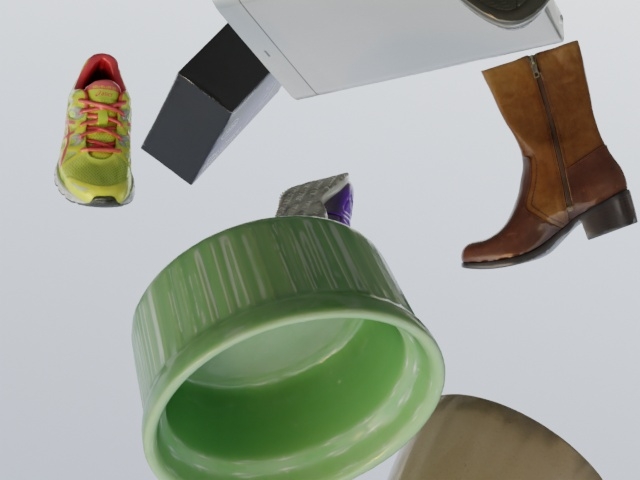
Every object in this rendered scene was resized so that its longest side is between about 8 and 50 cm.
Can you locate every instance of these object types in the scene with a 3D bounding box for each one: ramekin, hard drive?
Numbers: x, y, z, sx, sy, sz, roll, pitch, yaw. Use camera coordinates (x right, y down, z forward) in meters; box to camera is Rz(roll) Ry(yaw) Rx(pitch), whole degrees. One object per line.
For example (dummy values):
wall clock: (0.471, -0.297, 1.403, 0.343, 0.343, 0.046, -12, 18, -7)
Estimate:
ramekin: (-0.042, 0.116, 1.588, 0.303, 0.303, 0.148, -3, -133, -21)
hard drive: (0.082, -0.271, 1.884, 0.353, 0.233, 0.047, -11, -121, 22)

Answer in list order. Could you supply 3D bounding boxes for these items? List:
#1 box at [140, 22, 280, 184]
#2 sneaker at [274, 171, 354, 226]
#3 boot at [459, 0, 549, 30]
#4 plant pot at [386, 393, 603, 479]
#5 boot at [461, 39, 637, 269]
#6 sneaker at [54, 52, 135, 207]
box: (-0.130, -0.231, 2.342, 0.103, 0.184, 0.261, 35, -130, 4)
sneaker: (-0.001, 0.000, 2.416, 0.102, 0.146, 0.293, -14, -163, 16)
boot: (0.093, -0.226, 1.186, 0.085, 0.178, 0.236, -37, -108, -2)
plant pot: (0.149, 0.355, 1.754, 0.256, 0.256, 0.274, 21, -123, 25)
boot: (0.283, -0.114, 2.268, 0.264, 0.280, 0.096, -22, 176, 22)
sneaker: (-0.230, -0.116, 1.650, 0.081, 0.094, 0.208, 2, -139, -15)
